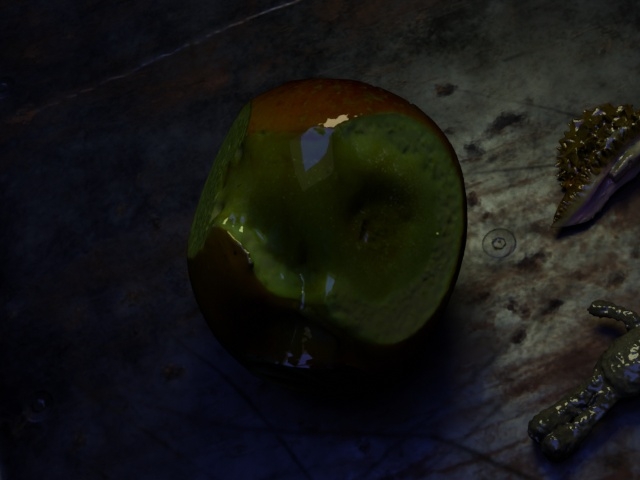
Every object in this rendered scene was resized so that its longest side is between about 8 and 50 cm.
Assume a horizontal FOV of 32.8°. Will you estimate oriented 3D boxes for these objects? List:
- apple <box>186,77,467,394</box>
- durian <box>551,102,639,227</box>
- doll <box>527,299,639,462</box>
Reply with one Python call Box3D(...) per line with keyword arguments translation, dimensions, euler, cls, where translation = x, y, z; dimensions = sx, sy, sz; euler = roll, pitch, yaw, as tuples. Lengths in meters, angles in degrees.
Box3D(translation=(0.000, 0.000, 1.341), dimensions=(0.374, 0.384, 0.374), euler=(-3, 58, 5), cls="apple")
Box3D(translation=(0.375, -0.111, 1.478), dimensions=(0.140, 0.078, 0.224), euler=(28, 71, 28), cls="durian")
Box3D(translation=(0.380, 0.146, 1.337), dimensions=(0.285, 0.091, 0.203), euler=(-21, 45, 16), cls="doll")
